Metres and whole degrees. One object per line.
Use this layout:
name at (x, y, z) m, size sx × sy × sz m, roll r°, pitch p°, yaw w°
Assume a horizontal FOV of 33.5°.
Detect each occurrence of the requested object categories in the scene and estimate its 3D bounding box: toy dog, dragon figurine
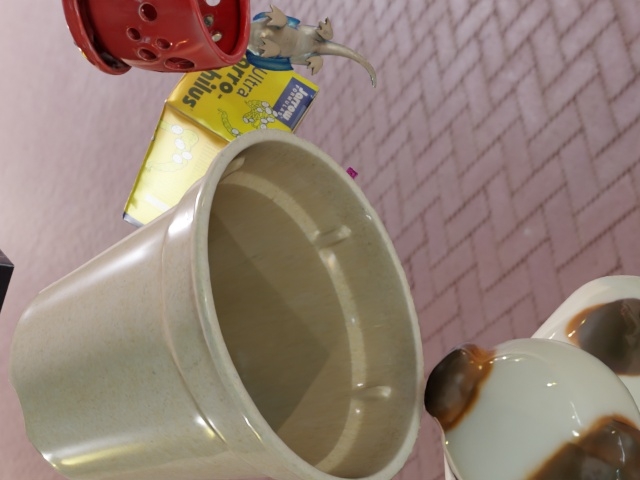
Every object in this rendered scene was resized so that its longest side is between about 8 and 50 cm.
toy dog at (0.278, 0.191, 1.078) m, size 0.284 × 0.408 × 0.395 m, roll 38°, pitch 115°, yaw 26°
dragon figurine at (-0.057, -0.290, 1.551) m, size 0.144 × 0.289 × 0.085 m, roll 20°, pitch 102°, yaw 58°

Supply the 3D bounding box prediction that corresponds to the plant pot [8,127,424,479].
plant pot at (-0.115, 0.102, 1.025) m, size 0.305 × 0.334 × 0.334 m, roll -21°, pitch 56°, yaw 31°

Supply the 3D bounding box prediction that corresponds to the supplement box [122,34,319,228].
supplement box at (-0.175, -0.142, 1.787) m, size 0.194 × 0.195 × 0.356 m, roll -62°, pitch 5°, yaw -36°

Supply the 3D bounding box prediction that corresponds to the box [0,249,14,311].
box at (-0.484, 0.065, 1.380) m, size 0.158 × 0.093 × 0.156 m, roll 35°, pitch 109°, yaw 46°

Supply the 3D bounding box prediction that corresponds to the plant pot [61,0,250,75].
plant pot at (-0.191, -0.283, 1.216) m, size 0.191 × 0.174 × 0.191 m, roll -5°, pitch -90°, yaw -75°

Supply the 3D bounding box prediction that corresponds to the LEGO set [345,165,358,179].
LEGO set at (0.000, 0.000, 1.731) m, size 0.227 × 0.087 × 0.093 m, roll -47°, pitch -5°, yaw -16°
